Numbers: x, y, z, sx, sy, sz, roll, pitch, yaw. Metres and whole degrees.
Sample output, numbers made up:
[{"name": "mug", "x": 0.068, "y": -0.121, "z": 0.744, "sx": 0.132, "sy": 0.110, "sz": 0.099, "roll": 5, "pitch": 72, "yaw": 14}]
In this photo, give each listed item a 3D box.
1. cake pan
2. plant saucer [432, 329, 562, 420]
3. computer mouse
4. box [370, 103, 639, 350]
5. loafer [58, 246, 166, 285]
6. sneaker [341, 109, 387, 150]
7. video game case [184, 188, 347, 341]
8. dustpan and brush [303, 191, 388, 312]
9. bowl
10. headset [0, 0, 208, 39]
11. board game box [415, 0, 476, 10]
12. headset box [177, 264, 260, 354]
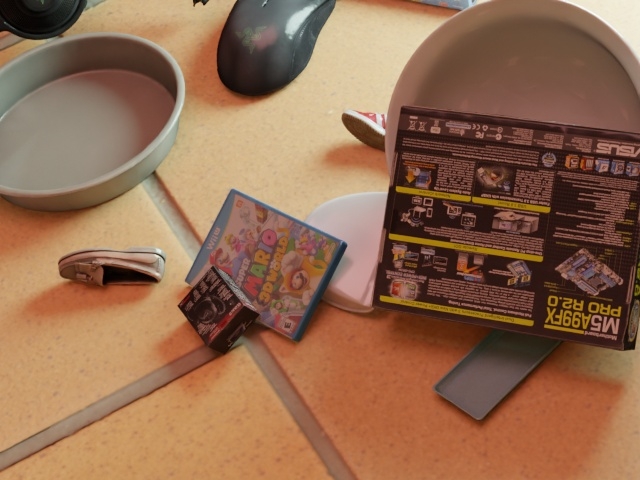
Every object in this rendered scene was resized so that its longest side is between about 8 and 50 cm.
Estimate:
[{"name": "cake pan", "x": -0.304, "y": -0.143, "z": 2.014, "sx": 0.293, "sy": 0.054, "sz": 0.293, "roll": -7, "pitch": 46, "yaw": 8}, {"name": "plant saucer", "x": 0.202, "y": 0.111, "z": 1.668, "sx": 0.192, "sy": 0.018, "sz": 0.067, "roll": -40, "pitch": 51, "yaw": -23}, {"name": "computer mouse", "x": -0.060, "y": -0.298, "z": 2.083, "sx": 0.188, "sy": 0.072, "sz": 0.272, "roll": 5, "pitch": 49, "yaw": 18}, {"name": "box", "x": 0.198, "y": -0.015, "z": 1.649, "sx": 0.270, "sy": 0.060, "sz": 0.216, "roll": 8, "pitch": 91, "yaw": 22}, {"name": "loafer", "x": -0.237, "y": 0.033, "z": 1.839, "sx": 0.125, "sy": 0.045, "sz": 0.039, "roll": -5, "pitch": 53, "yaw": 6}, {"name": "sneaker", "x": 0.088, "y": -0.140, "z": 1.916, "sx": 0.118, "sy": 0.042, "sz": 0.067, "roll": 25, "pitch": 61, "yaw": 23}, {"name": "video game case", "x": -0.061, "y": 0.025, "z": 1.779, "sx": 0.166, "sy": 0.015, "sz": 0.119, "roll": 26, "pitch": 89, "yaw": 34}, {"name": "dustpan and brush", "x": 0.000, "y": 0.000, "z": 1.807, "sx": 0.211, "sy": 0.060, "sz": 0.147, "roll": 16, "pitch": 66, "yaw": 19}, {"name": "bowl", "x": 0.227, "y": -0.105, "z": 1.744, "sx": 0.298, "sy": 0.134, "sz": 0.298, "roll": -1, "pitch": 87, "yaw": 21}, {"name": "headset", "x": -0.341, "y": -0.337, "z": 2.156, "sx": 0.394, "sy": 0.185, "sz": 0.243, "roll": -17, "pitch": 26, "yaw": 22}, {"name": "board game box", "x": 0.165, "y": -0.391, "z": 2.135, "sx": 0.160, "sy": 0.039, "sz": 0.211, "roll": 14, "pitch": 54, "yaw": 25}, {"name": "headset box", "x": -0.108, "y": 0.077, "z": 1.753, "sx": 0.062, "sy": 0.032, "sz": 0.083, "roll": -49, "pitch": 49, "yaw": 8}]
